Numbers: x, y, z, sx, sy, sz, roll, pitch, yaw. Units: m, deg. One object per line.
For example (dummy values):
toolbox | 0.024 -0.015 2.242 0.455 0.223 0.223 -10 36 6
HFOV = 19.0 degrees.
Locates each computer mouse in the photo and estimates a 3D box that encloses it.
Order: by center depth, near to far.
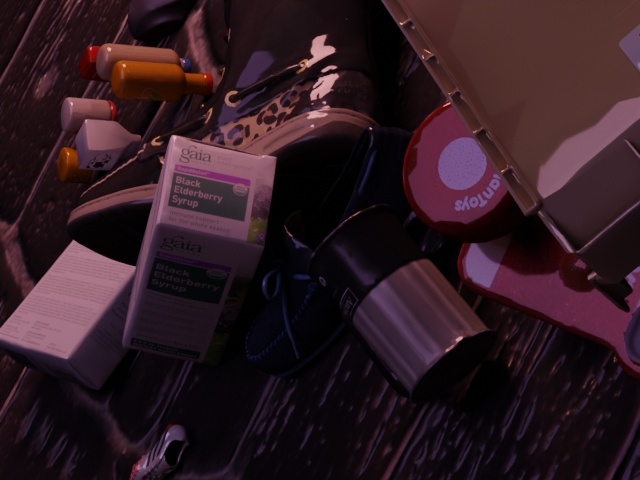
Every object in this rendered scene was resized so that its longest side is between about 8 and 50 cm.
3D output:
computer mouse | -0.140 -0.301 2.109 0.242 0.041 0.071 -39 38 33

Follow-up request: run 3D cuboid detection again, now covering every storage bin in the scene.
storage bin | 0.208 -0.135 1.143 0.262 0.123 0.260 -40 49 13

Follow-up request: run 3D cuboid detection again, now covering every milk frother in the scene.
milk frother | 0.087 0.038 1.477 0.143 0.129 0.135 -36 69 -8

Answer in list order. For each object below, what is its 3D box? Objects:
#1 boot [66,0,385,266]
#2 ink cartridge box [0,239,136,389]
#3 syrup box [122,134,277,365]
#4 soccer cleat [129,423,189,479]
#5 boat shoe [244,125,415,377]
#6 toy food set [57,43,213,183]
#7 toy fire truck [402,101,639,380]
boot | -0.077 -0.140 1.801 0.377 0.138 0.284 -22 51 43
ink cartridge box | -0.218 0.039 1.982 0.232 0.066 0.189 -50 27 -19
syrup box | -0.109 0.013 1.686 0.237 0.093 0.096 114 165 -59
soccer cleat | -0.148 0.206 1.755 0.083 0.029 0.035 -53 28 7
boat shoe | 0.000 0.000 1.626 0.258 0.089 0.109 -57 31 18
toy food set | -0.205 -0.144 2.069 0.232 0.104 0.111 128 138 -52
toy fire truck | 0.224 -0.066 1.311 0.254 0.169 0.302 24 88 35
